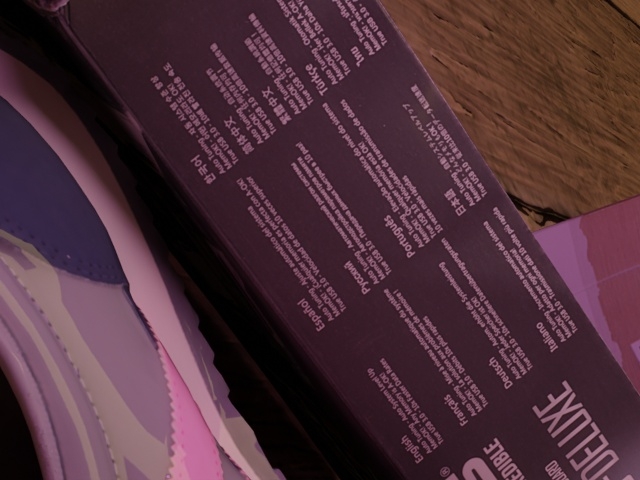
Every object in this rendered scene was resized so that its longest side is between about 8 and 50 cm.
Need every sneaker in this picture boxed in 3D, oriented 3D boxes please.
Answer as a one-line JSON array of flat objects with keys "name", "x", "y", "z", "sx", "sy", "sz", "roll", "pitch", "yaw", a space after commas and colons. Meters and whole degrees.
[{"name": "sneaker", "x": -0.053, "y": 0.102, "z": 0.474, "sx": 0.319, "sy": 0.112, "sz": 0.131, "roll": 54, "pitch": 28, "yaw": -6}]

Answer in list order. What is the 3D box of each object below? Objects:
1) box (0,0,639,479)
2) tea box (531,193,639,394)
[{"name": "box", "x": 0.000, "y": 0.000, "z": 0.629, "sx": 0.307, "sy": 0.076, "sz": 0.242, "roll": 54, "pitch": -7, "yaw": -27}, {"name": "tea box", "x": 0.235, "y": 0.139, "z": 0.896, "sx": 0.323, "sy": 0.220, "sz": 0.329, "roll": 8, "pitch": 64, "yaw": -66}]
